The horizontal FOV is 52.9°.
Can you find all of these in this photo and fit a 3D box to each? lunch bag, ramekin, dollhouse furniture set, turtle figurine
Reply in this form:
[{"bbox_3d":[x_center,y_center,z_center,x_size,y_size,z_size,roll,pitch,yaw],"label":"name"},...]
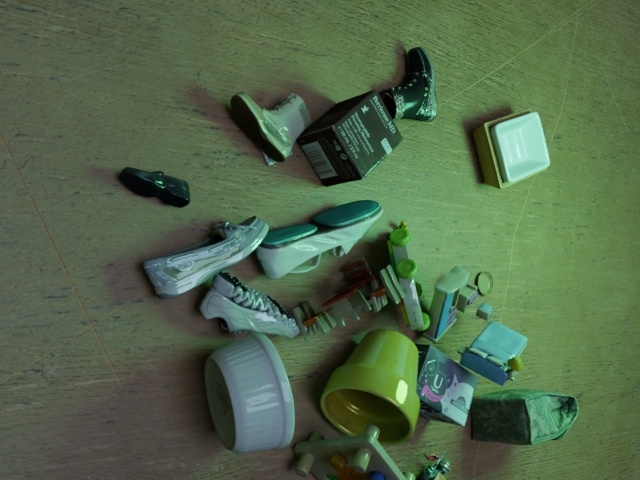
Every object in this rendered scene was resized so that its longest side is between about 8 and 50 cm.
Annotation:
[{"bbox_3d":[0.667,0.565,2.092,0.287,0.235,0.168,-1,81,-37],"label":"lunch bag"},{"bbox_3d":[-0.171,0.353,1.457,0.127,0.273,0.272,-11,93,-26],"label":"ramekin"},{"bbox_3d":[0.504,0.224,1.898,0.286,0.303,0.198,-35,142,-43],"label":"dollhouse furniture set"},{"bbox_3d":[0.342,0.733,1.903,0.175,0.118,0.234,36,80,-14],"label":"turtle figurine"},{"bbox_3d":[0.078,0.133,1.686,0.135,0.262,0.259,66,18,3],"label":"dollhouse furniture set"}]

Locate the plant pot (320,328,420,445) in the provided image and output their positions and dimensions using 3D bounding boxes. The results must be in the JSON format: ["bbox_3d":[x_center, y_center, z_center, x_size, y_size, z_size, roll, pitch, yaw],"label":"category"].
[{"bbox_3d":[0.155,0.377,1.724,0.254,0.254,0.239,50,43,-23],"label":"plant pot"}]

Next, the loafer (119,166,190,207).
[{"bbox_3d":[-0.376,-0.132,1.468,0.170,0.062,0.061,25,49,-37],"label":"loafer"}]

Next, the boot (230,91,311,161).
[{"bbox_3d":[-0.122,-0.329,1.649,0.213,0.077,0.165,50,59,-29],"label":"boot"}]

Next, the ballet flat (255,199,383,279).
[{"bbox_3d":[0.000,0.000,1.713,0.400,0.139,0.139,-21,99,-33],"label":"ballet flat"}]

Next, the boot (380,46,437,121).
[{"bbox_3d":[0.266,-0.477,1.972,0.179,0.085,0.236,-11,93,-36],"label":"boot"}]

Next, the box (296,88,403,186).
[{"bbox_3d":[0.080,-0.277,1.757,0.203,0.167,0.168,-45,113,-31],"label":"box"}]

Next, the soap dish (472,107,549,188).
[{"bbox_3d":[0.664,-0.321,2.245,0.291,0.118,0.228,-22,99,-37],"label":"soap dish"}]

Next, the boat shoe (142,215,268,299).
[{"bbox_3d":[-0.259,0.019,1.504,0.320,0.118,0.103,-33,108,-27],"label":"boat shoe"}]

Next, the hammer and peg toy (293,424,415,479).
[{"bbox_3d":[0.126,0.634,1.654,0.361,0.266,0.127,55,39,-19],"label":"hammer and peg toy"}]

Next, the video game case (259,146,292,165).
[{"bbox_3d":[-0.130,-0.268,1.693,0.087,0.011,0.122,-32,105,-35],"label":"video game case"}]

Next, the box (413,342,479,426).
[{"bbox_3d":[0.327,0.426,1.901,0.247,0.142,0.163,36,65,-29],"label":"box"}]

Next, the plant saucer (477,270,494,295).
[{"bbox_3d":[0.558,0.146,2.185,0.083,0.015,0.083,5,82,-37],"label":"plant saucer"}]

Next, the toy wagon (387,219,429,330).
[{"bbox_3d":[0.245,0.086,1.846,0.267,0.068,0.344,70,10,-45],"label":"toy wagon"}]

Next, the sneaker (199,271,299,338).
[{"bbox_3d":[-0.172,0.182,1.576,0.292,0.110,0.118,35,91,-37],"label":"sneaker"}]
